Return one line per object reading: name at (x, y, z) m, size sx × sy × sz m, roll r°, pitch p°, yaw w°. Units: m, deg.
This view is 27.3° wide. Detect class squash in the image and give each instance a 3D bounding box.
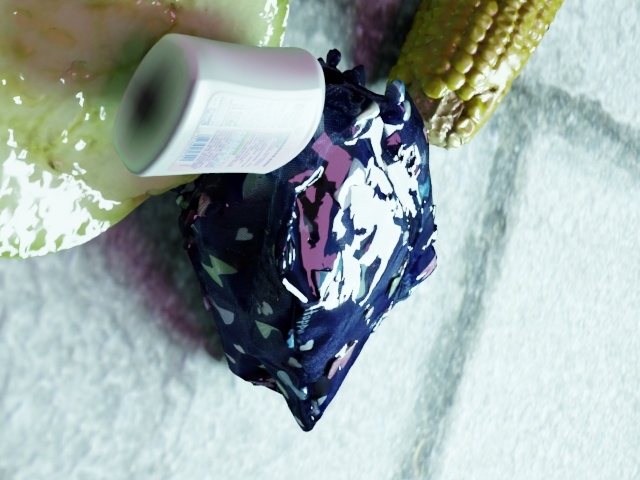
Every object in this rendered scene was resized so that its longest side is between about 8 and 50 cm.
squash at (-0.126, -0.082, 0.636) m, size 0.220 × 0.133 × 0.220 m, roll -27°, pitch 129°, yaw -38°

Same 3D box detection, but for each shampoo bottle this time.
shampoo bottle at (-0.042, -0.063, 0.632) m, size 0.099 × 0.043 × 0.072 m, roll -4°, pitch 140°, yaw -44°

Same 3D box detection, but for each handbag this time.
handbag at (0.000, 0.000, 0.794) m, size 0.162 × 0.113 × 0.260 m, roll -49°, pitch 155°, yaw -19°

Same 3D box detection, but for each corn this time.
corn at (0.127, -0.182, 0.910) m, size 0.097 × 0.097 × 0.261 m, roll 42°, pitch 73°, yaw -49°
